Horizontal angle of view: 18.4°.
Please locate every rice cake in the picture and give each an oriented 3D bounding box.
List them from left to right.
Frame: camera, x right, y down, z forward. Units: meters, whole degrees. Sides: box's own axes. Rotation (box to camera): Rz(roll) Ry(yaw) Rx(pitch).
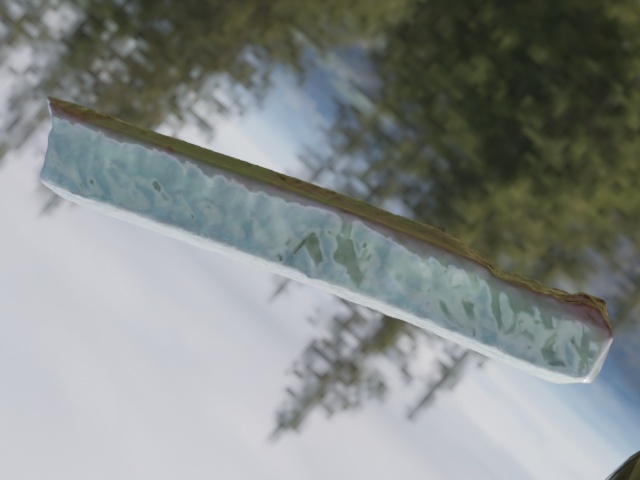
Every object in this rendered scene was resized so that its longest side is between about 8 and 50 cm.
[{"bbox_3d":[0.001,0.000,0.924,0.290,0.051,0.081,21,174,14],"label":"rice cake"}]

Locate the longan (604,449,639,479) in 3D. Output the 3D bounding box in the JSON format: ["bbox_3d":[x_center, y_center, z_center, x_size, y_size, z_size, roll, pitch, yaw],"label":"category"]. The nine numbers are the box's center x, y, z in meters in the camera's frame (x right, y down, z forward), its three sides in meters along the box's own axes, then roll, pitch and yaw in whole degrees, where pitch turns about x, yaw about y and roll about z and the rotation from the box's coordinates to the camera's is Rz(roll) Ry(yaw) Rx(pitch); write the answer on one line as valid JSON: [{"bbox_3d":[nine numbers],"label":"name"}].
[{"bbox_3d":[0.366,0.326,1.636,0.404,0.404,0.336,38,-176,-43],"label":"longan"}]
